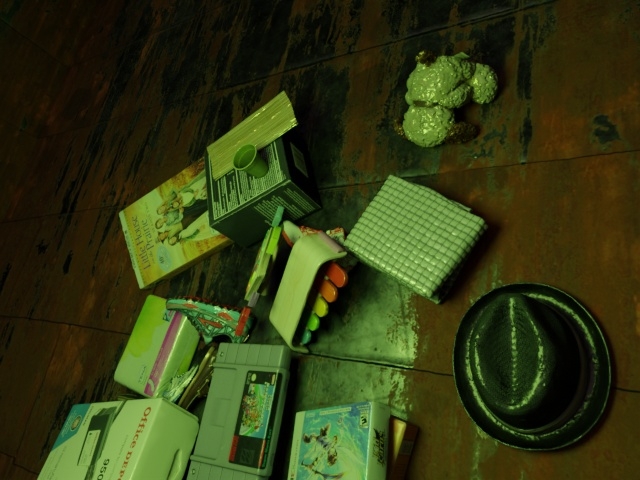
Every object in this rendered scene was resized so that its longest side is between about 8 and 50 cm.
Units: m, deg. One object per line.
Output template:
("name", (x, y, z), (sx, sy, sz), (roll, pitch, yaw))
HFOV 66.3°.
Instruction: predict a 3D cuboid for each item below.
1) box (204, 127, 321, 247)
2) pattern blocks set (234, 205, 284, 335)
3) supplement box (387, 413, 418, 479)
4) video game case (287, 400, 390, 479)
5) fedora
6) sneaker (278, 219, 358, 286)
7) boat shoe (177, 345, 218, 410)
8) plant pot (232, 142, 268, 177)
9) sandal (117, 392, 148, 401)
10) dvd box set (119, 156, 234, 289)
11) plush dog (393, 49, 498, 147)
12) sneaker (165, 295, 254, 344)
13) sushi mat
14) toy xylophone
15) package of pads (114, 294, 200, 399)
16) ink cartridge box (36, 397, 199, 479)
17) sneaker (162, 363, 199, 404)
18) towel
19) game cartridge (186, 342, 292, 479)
("box", (-0.186, -0.185, 1.511), (0.294, 0.182, 0.296), (-26, 54, 20))
("pattern blocks set", (-0.165, 0.068, 1.338), (0.325, 0.026, 0.285), (-82, 16, -52))
("supplement box", (0.129, 0.493, 1.040), (0.078, 0.080, 0.234), (11, 73, 38))
("video game case", (0.030, 0.485, 1.046), (0.269, 0.061, 0.244), (-29, 44, 45))
("fedora", (0.385, 0.224, 0.948), (0.333, 0.152, 0.334), (-14, 61, 28))
("sneaker", (0.001, 0.001, 1.358), (0.145, 0.090, 0.270), (-44, 55, 7))
("boat shoe", (-0.332, 0.406, 1.398), (0.073, 0.073, 0.207), (31, 94, 0))
("plant pot", (-0.187, -0.213, 1.357), (0.083, 0.079, 0.083), (-15, 59, 27))
("sandal", (-0.560, 0.506, 1.509), (0.180, 0.072, 0.049), (-2, 82, 35))
("dvd box set", (-0.491, -0.054, 1.677), (0.420, 0.062, 0.308), (-27, 74, 21))
("plush dog", (0.300, -0.357, 1.283), (0.262, 0.210, 0.226), (15, 100, 37))
("sneaker", (-0.329, 0.234, 1.405), (0.261, 0.104, 0.125), (14, 84, 6))
("sushi mat", (-0.209, -0.311, 1.461), (0.316, 0.019, 0.152), (-31, 51, 17))
("toy xylophone", (-0.055, 0.117, 1.262), (0.236, 0.081, 0.323), (52, 126, 42))
("package of pads", (-0.499, 0.331, 1.527), (0.229, 0.101, 0.297), (8, 72, 36))
("ink cartridge box", (-0.567, 0.608, 1.358), (0.394, 0.166, 0.286), (-14, 45, 28))
("sneaker", (-0.406, 0.408, 1.423), (0.058, 0.052, 0.135), (31, 55, 8))
("towel", (0.229, -0.004, 1.183), (0.283, 0.121, 0.235), (31, 79, 34))
("game cartridge", (-0.198, 0.434, 1.217), (0.230, 0.068, 0.355), (-8, 61, 36))
